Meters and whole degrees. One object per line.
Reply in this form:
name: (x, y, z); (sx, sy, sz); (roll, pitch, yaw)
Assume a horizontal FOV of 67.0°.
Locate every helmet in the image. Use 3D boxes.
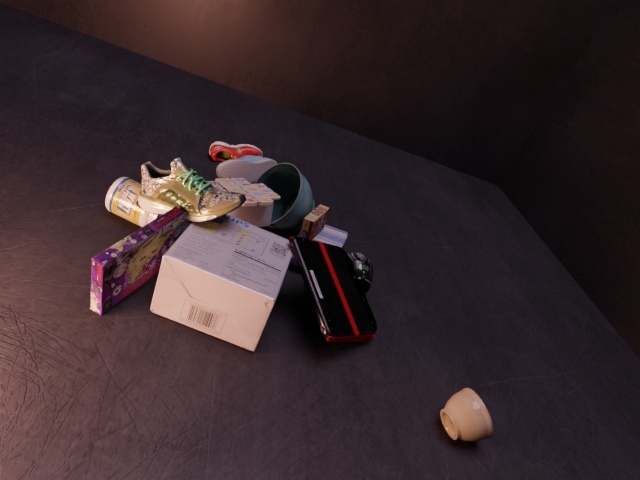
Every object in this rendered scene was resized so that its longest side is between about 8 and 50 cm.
helmet: (0.135, 0.127, 1.979); (0.169, 0.169, 0.162); (12, 49, -21)

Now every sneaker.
sneaker: (-0.389, -0.353, 2.401); (0.150, 0.135, 0.365); (22, 21, 36)
sneaker: (-0.443, -0.176, 1.595); (0.409, 0.182, 0.158); (7, 30, 17)
sneaker: (-0.436, -0.433, 2.507); (0.278, 0.107, 0.118); (2, 40, -18)

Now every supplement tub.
supplement tub: (-0.669, -0.134, 1.789); (0.199, 0.144, 0.144); (25, 29, 1)

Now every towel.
towel: (0.000, 0.000, 2.166); (0.209, 0.034, 0.285); (19, 29, 7)

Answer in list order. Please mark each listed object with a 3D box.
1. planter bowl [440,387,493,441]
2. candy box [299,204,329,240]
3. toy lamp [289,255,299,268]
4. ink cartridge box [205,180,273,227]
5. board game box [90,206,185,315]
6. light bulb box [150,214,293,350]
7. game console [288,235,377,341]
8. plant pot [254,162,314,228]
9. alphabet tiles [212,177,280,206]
planter bowl: (0.449, 0.562, 1.529); (0.109, 0.162, 0.162); (-16, 43, -14)
candy box: (-0.026, -0.077, 2.140); (0.053, 0.109, 0.187); (22, 30, 12)
toy lamp: (-0.173, 0.041, 1.952); (0.274, 0.080, 0.080); (25, 29, 0)
ink cartridge box: (-0.359, -0.154, 2.016); (0.201, 0.117, 0.278); (-9, 30, -39)
board game box: (-0.549, 0.054, 1.474); (0.056, 0.208, 0.347); (33, 38, 7)
light bulb box: (-0.303, 0.111, 1.591); (0.357, 0.225, 0.361); (23, 28, -3)
game console: (0.048, 0.174, 1.716); (0.341, 0.060, 0.387); (12, 50, -53)
plant pot: (-0.147, -0.169, 2.146); (0.196, 0.293, 0.293); (33, 15, -49)
alphabet tiles: (-0.315, -0.200, 1.965); (0.277, 0.021, 0.284); (-5, 28, -36)
